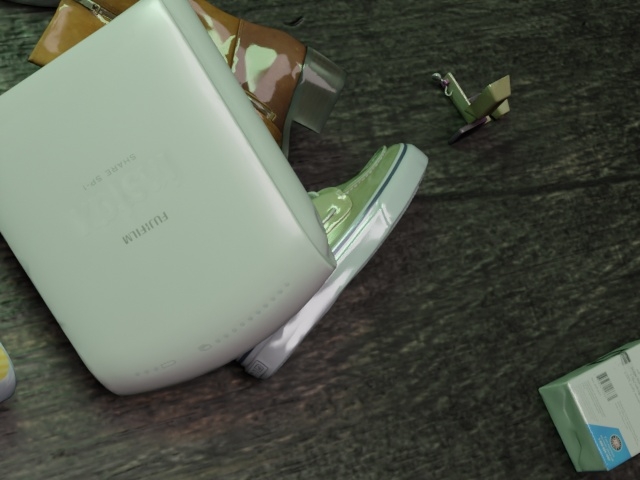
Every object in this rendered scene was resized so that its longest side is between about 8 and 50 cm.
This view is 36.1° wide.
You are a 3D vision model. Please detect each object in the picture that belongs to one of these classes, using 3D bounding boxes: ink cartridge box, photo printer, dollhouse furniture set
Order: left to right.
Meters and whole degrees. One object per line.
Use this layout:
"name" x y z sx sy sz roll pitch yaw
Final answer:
"photo printer" -0.151 -0.028 0.882 0.256 0.107 0.307 -31 93 9
"dollhouse furniture set" 0.182 -0.182 1.119 0.091 0.114 0.081 -29 82 -24
"ink cartridge box" 0.348 0.176 1.104 0.180 0.060 0.104 -20 82 -25

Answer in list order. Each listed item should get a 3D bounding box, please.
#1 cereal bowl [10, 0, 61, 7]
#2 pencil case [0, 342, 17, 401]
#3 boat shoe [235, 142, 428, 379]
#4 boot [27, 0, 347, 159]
"cereal bowl" -0.280 -0.416 0.992 0.339 0.141 0.338 6 73 -19
"pencil case" -0.383 0.147 0.791 0.273 0.124 0.113 -35 89 -26
"boat shoe" 0.000 0.000 0.997 0.094 0.109 0.302 40 67 -4
"boot" -0.150 -0.120 0.952 0.281 0.096 0.264 26 96 -11
